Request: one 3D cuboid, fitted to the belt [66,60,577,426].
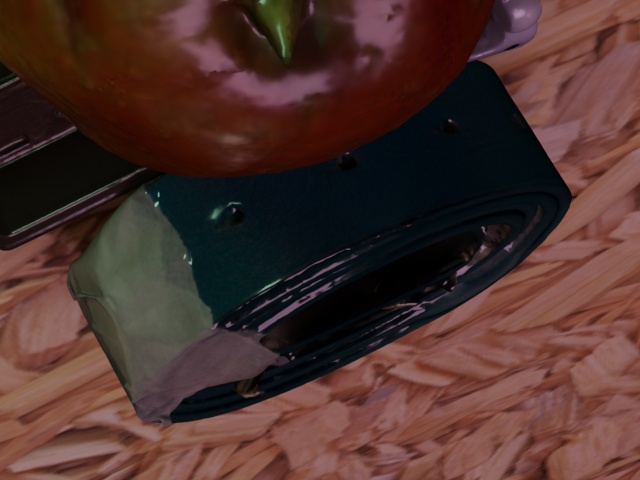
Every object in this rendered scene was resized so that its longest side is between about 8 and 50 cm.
[{"bbox_3d":[0.001,-0.001,1.687,0.436,0.173,0.300,-27,160,-18],"label":"belt"}]

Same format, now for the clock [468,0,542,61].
[{"bbox_3d":[0.022,-0.186,1.515,0.254,0.189,0.189,-24,144,-7],"label":"clock"}]

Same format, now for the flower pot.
[{"bbox_3d":[-0.211,-0.106,1.542,0.250,0.084,0.179,-27,143,-2],"label":"flower pot"}]

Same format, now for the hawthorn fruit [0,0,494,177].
[{"bbox_3d":[-0.053,-0.207,1.233,0.402,0.403,0.403,-17,143,-14],"label":"hawthorn fruit"}]
